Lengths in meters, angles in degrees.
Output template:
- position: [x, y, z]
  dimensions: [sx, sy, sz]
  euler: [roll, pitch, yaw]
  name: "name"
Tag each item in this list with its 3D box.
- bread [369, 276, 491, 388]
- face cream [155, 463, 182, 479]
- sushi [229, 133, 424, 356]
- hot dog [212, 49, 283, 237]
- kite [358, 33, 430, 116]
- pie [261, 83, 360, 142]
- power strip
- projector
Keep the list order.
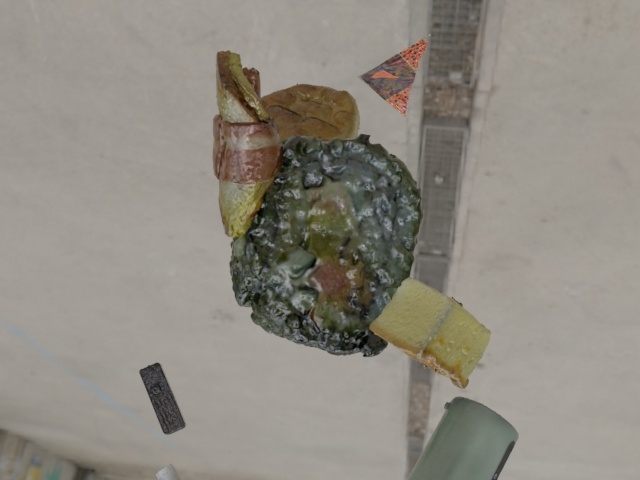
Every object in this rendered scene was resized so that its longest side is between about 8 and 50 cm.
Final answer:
- position: [0.128, 0.100, 0.951]
  dimensions: [0.109, 0.084, 0.080]
  euler: [37, 174, -41]
  name: "bread"
- position: [-0.236, 0.448, 1.487]
  dimensions: [0.034, 0.130, 0.034]
  euler: [-33, 171, -6]
  name: "face cream"
- position: [0.000, 0.000, 1.414]
  dimensions: [0.294, 0.352, 0.178]
  euler: [15, 173, -18]
  name: "sushi"
- position: [-0.102, -0.134, 1.227]
  dimensions: [0.093, 0.262, 0.123]
  euler: [-5, -160, -22]
  name: "hot dog"
- position: [0.135, -0.325, 1.731]
  dimensions: [0.125, 0.008, 0.222]
  euler: [0, 142, -9]
  name: "kite"
- position: [-0.066, -0.245, 2.029]
  dimensions: [0.339, 0.340, 0.083]
  euler: [2, 141, 15]
  name: "pie"
- position: [-0.243, 0.242, 1.330]
  dimensions: [0.037, 0.111, 0.029]
  euler: [-24, 172, -10]
  name: "power strip"
- position: [0.140, 0.370, 1.129]
  dimensions: [0.108, 0.338, 0.108]
  euler: [29, 156, 14]
  name: "projector"
